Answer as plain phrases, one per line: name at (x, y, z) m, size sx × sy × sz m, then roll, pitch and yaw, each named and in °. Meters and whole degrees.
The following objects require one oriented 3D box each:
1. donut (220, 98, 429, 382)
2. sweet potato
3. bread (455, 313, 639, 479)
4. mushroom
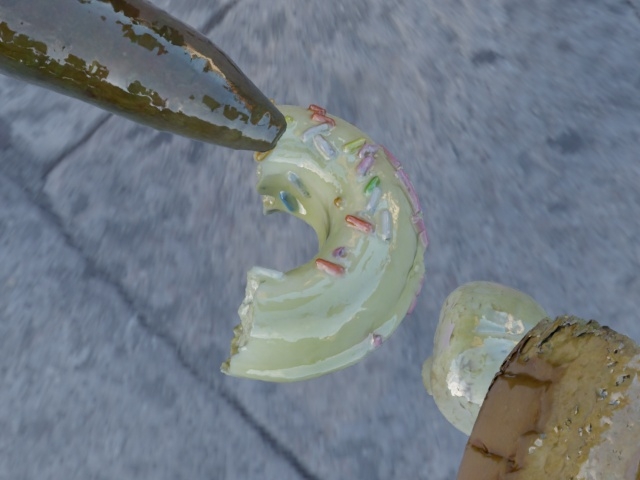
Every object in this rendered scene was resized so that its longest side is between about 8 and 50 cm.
donut at (0.005, -0.002, 1.075) m, size 0.108 × 0.065 × 0.166 m, roll 3°, pitch 61°, yaw 6°
sweet potato at (-0.126, -0.101, 0.821) m, size 0.244 × 0.077 × 0.077 m, roll 39°, pitch 98°, yaw -4°
bread at (0.081, 0.070, 0.554) m, size 0.077 × 0.083 × 0.070 m, roll 36°, pitch 79°, yaw -22°
mushroom at (0.142, 0.105, 1.610) m, size 0.112 × 0.148 × 0.148 m, roll -25°, pitch 102°, yaw 31°
